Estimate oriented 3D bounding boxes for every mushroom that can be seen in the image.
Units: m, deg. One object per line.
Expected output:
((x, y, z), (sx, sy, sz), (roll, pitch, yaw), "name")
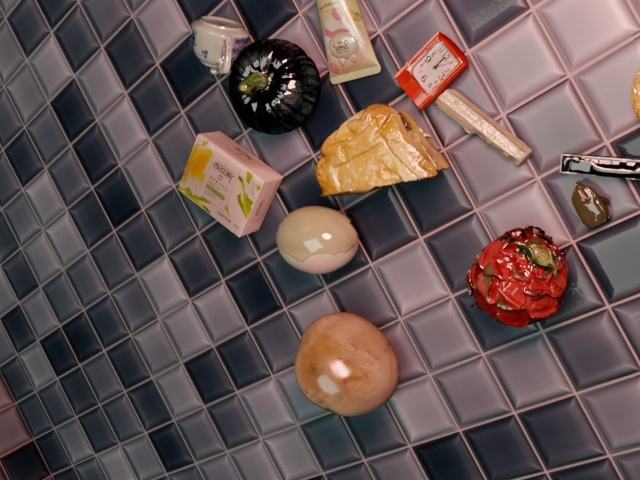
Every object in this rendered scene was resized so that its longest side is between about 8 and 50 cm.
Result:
((0.052, 0.359, 1.838), (0.292, 0.292, 0.290), (41, 137, 15), "mushroom")

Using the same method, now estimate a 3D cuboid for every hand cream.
((0.051, -0.553, 1.701), (0.147, 0.093, 0.306), (-7, 108, 32), "hand cream")

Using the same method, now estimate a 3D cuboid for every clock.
((0.266, -0.399, 1.616), (0.155, 0.061, 0.113), (-44, 67, 28), "clock")

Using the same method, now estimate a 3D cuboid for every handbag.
((0.594, -0.081, 1.511), (0.072, 0.047, 0.111), (-34, 84, 38), "handbag")

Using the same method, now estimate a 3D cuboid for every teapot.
((-0.275, -0.519, 1.854), (0.232, 0.158, 0.159), (56, 133, 54), "teapot")

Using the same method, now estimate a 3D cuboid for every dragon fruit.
((0.441, 0.088, 1.573), (0.234, 0.233, 0.293), (61, 159, 4), "dragon fruit")

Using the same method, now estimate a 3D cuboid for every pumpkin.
((-0.131, -0.394, 1.749), (0.247, 0.248, 0.248), (8, 107, 29), "pumpkin")

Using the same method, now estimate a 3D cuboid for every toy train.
((0.624, -0.158, 1.473), (0.207, 0.047, 0.043), (9, 108, 28), "toy train")

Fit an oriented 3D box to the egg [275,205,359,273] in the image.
((0.000, 0.000, 1.806), (0.217, 0.183, 0.183), (9, 107, 39), "egg")

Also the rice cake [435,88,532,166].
((0.375, -0.264, 1.594), (0.256, 0.052, 0.057), (42, 146, 15), "rice cake")

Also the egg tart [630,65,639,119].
((0.724, -0.302, 1.351), (0.212, 0.090, 0.213), (8, 106, 27), "egg tart")

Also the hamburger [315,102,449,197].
((0.144, -0.229, 1.677), (0.329, 0.162, 0.209), (-9, 96, 35), "hamburger")

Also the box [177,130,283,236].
((-0.262, -0.165, 1.968), (0.260, 0.111, 0.195), (37, 118, 20), "box")
